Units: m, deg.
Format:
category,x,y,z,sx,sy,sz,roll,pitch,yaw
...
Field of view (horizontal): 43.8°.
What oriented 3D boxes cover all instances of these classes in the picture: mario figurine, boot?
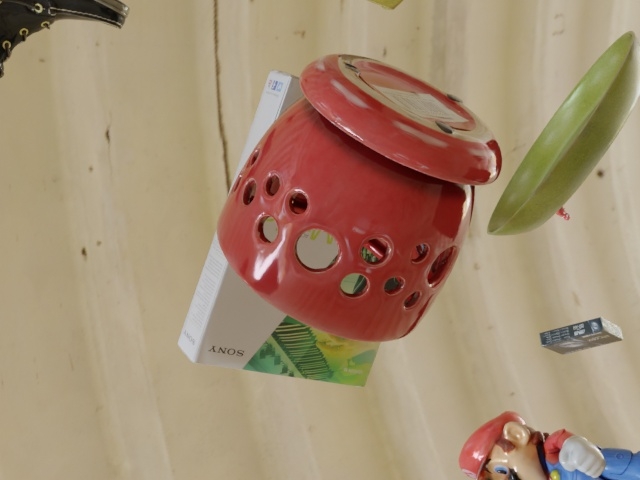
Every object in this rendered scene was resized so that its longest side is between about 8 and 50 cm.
category,x,y,z,sx,sy,sz,roll,pitch,yaw
mario figurine,0.350,0.362,1.162,0.170,0.321,0.197,-9,-80,-55
boot,-0.353,-0.226,0.914,0.237,0.085,0.178,12,-84,-17

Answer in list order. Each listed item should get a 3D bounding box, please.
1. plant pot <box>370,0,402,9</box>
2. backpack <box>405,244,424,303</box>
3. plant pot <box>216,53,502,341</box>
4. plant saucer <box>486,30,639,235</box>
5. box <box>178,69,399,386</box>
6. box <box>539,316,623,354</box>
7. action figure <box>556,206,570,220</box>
category,x,y,z,sx,sy,sz,roll,pitch,yaw
plant pot,0.073,-0.305,0.889,0.081,0.083,0.081,20,-163,-6
backpack,0.109,0.039,1.357,0.158,0.173,0.117,33,-150,6
plant pot,0.034,-0.044,0.636,0.191,0.174,0.191,21,-155,-10
plant saucer,0.252,-0.097,0.804,0.037,0.241,0.241,34,-130,2
box,0.000,0.000,0.894,0.232,0.321,0.058,14,-169,-32
box,0.331,0.122,1.013,0.067,0.083,0.018,24,-126,-47
action figure,0.506,-0.088,1.726,0.038,0.030,0.115,21,-144,-51
